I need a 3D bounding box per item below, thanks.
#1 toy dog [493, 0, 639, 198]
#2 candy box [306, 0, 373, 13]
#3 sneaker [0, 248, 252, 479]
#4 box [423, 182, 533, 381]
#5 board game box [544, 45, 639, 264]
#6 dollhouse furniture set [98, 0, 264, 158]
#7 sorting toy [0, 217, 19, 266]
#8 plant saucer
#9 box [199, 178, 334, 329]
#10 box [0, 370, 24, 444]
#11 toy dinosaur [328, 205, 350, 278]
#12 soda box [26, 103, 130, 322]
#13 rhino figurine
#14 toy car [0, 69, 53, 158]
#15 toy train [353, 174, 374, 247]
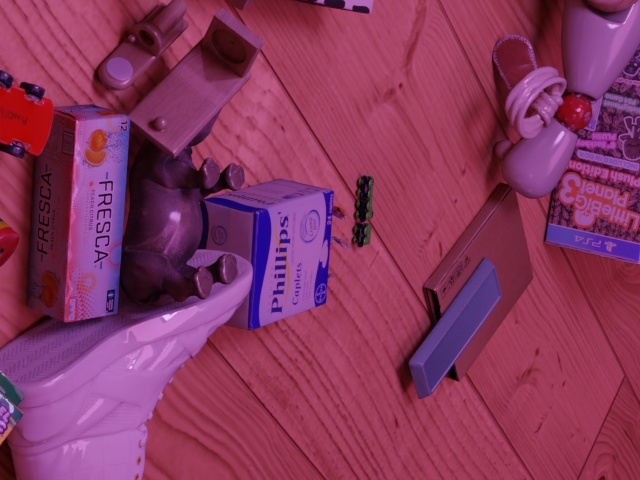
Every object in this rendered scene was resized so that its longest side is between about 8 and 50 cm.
[{"bbox_3d":[0.295,-0.233,2.304,0.333,0.161,0.220,-48,144,-14],"label":"toy dog"},{"bbox_3d":[-0.024,-0.312,1.809,0.233,0.071,0.159,3,99,-57],"label":"candy box"},{"bbox_3d":[-0.176,0.130,1.733,0.292,0.108,0.169,-30,128,-37],"label":"sneaker"},{"bbox_3d":[0.200,0.053,2.348,0.201,0.021,0.164,-51,141,-34],"label":"box"},{"bbox_3d":[0.435,-0.129,2.525,0.232,0.141,0.291,-7,108,-56],"label":"board game box"},{"bbox_3d":[-0.130,-0.188,1.629,0.123,0.144,0.151,-50,176,-34],"label":"dollhouse furniture set"},{"bbox_3d":[-0.319,0.023,1.457,0.274,0.046,0.132,-32,157,-46],"label":"sorting toy"},{"bbox_3d":[0.167,0.107,2.283,0.192,0.018,0.067,-50,140,-32],"label":"plant saucer"},{"bbox_3d":[-0.055,0.013,1.891,0.137,0.072,0.126,-18,117,-53],"label":"box"},{"bbox_3d":[-0.320,0.159,1.525,0.105,0.043,0.179,44,57,-16],"label":"box"},{"bbox_3d":[0.000,0.000,2.004,0.090,0.047,0.082,13,73,-48],"label":"toy dinosaur"},{"bbox_3d":[-0.211,-0.025,1.640,0.063,0.058,0.183,-8,111,-44],"label":"soda box"},{"bbox_3d":[-0.129,-0.049,1.699,0.073,0.106,0.243,37,50,-51],"label":"rhino figurine"},{"bbox_3d":[-0.309,-0.143,1.456,0.239,0.053,0.225,-32,128,-48],"label":"toy car"},{"bbox_3d":[0.050,-0.033,2.087,0.024,0.017,0.083,-25,123,-62],"label":"toy train"}]
